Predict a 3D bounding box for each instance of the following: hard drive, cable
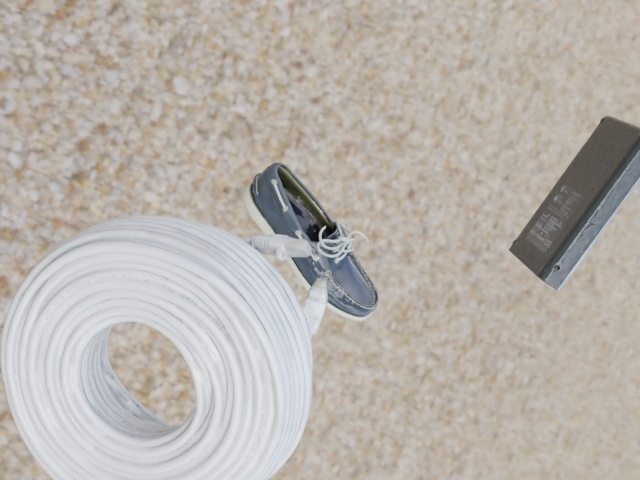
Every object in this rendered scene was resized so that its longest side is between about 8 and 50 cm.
[{"bbox_3d":[0.203,-0.032,0.906,0.135,0.022,0.094,-56,-167,8],"label":"hard drive"},{"bbox_3d":[-0.133,0.106,0.949,0.089,0.257,0.257,-44,142,-69],"label":"cable"}]

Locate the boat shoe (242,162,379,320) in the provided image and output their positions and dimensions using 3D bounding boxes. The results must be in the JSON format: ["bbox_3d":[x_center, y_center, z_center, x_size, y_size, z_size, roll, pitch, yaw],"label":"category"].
[{"bbox_3d":[0.000,0.000,1.635,0.079,0.254,0.095,-39,179,38],"label":"boat shoe"}]
